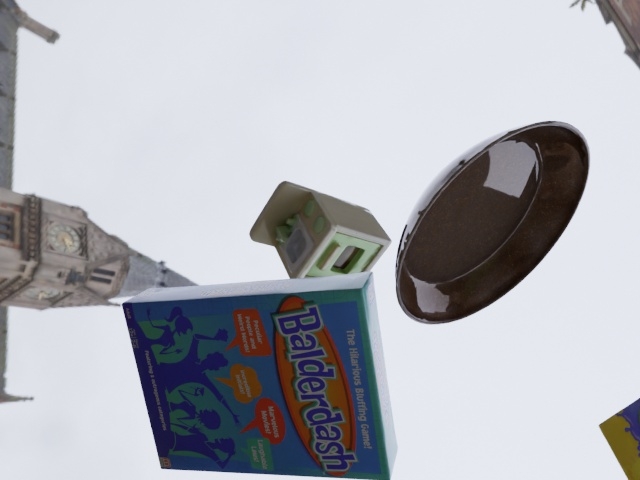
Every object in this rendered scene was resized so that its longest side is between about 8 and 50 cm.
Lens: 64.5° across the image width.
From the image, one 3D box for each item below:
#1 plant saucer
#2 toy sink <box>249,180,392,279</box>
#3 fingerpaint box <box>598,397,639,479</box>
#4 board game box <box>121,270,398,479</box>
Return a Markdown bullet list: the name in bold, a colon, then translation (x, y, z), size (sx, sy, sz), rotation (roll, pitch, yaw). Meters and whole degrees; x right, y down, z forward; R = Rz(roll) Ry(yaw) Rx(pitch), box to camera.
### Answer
- **plant saucer**: translation (0.136, -0.014, 0.425), size (0.198, 0.199, 0.036), rotation (-51, -133, 12)
- **toy sink**: translation (0.000, 0.000, 1.031), size (0.152, 0.234, 0.131), rotation (-55, -140, 23)
- **fingerpaint box**: translation (0.632, 0.404, 0.616), size (0.444, 0.371, 0.163), rotation (-103, -150, -44)
- **board game box**: translation (-0.051, 0.114, 0.426), size (0.210, 0.047, 0.160), rotation (-6, -79, 17)
